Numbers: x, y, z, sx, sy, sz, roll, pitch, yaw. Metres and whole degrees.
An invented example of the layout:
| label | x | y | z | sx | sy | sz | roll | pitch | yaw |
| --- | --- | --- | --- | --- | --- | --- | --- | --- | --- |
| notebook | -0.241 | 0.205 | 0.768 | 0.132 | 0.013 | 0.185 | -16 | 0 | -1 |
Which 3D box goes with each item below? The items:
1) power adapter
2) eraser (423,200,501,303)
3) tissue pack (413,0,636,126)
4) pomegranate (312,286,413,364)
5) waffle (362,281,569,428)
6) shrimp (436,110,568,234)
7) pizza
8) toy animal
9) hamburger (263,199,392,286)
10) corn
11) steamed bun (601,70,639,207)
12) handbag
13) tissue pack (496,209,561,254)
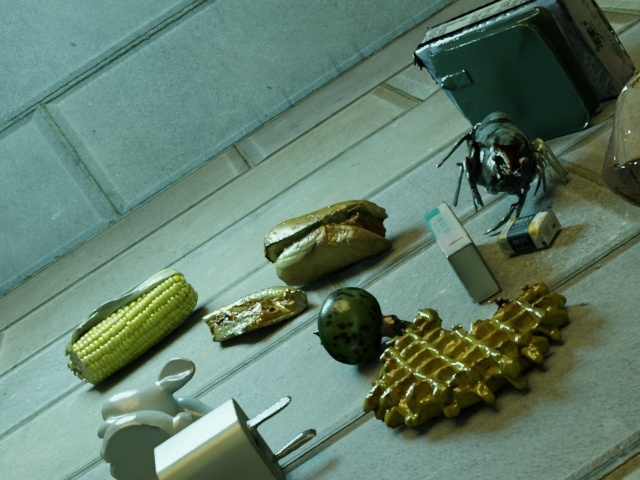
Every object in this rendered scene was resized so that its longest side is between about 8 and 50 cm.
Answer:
| label | x | y | z | sx | sy | sz | roll | pitch | yaw |
| --- | --- | --- | --- | --- | --- | --- | --- | --- | --- |
| power adapter | -0.107 | 0.293 | 1.592 | 0.205 | 0.130 | 0.125 | -32 | 17 | -2 |
| eraser | 0.220 | 0.015 | 1.833 | 0.052 | 0.095 | 0.225 | -32 | 17 | 5 |
| tissue pack | 0.394 | -0.349 | 2.265 | 0.361 | 0.259 | 0.122 | -17 | 35 | 45 |
| pomegranate | 0.067 | 0.131 | 1.782 | 0.162 | 0.122 | 0.122 | 1 | 25 | 8 |
| waffle | 0.182 | 0.153 | 1.572 | 0.293 | 0.069 | 0.260 | -20 | 20 | 40 |
| shrimp | 0.311 | -0.138 | 2.012 | 0.222 | 0.166 | 0.410 | -2 | 28 | 6 |
| pizza | -0.132 | 0.137 | 2.190 | 0.134 | 0.056 | 0.271 | -35 | 14 | -37 |
| toy animal | -0.267 | 0.296 | 1.870 | 0.179 | 0.127 | 0.193 | -25 | 17 | 16 |
| hamburger | -0.005 | -0.005 | 2.188 | 0.262 | 0.131 | 0.124 | -24 | 57 | 29 |
| corn | -0.392 | 0.179 | 2.414 | 0.305 | 0.122 | 0.123 | -37 | -18 | -14 |
| steamed bun | 0.548 | -0.150 | 1.569 | 0.301 | 0.199 | 0.251 | -30 | 32 | 40 |
| handbag | 0.359 | -0.292 | 2.175 | 0.260 | 0.247 | 0.079 | -15 | 30 | 41 |
| tissue pack | 0.324 | -0.012 | 1.815 | 0.083 | 0.042 | 0.062 | -16 | 26 | 44 |
